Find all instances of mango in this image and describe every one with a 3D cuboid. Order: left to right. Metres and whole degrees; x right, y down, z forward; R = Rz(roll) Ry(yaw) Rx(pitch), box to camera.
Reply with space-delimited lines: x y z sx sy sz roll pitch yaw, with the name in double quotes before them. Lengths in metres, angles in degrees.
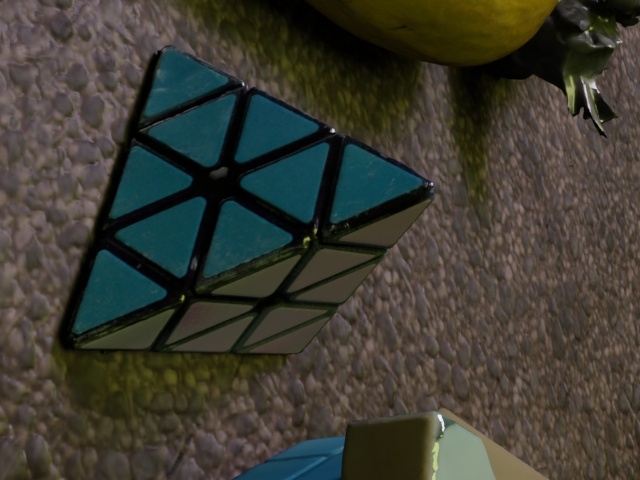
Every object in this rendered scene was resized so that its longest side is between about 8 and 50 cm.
"mango" 0.052 -0.233 1.050 0.331 0.142 0.195 21 58 -44

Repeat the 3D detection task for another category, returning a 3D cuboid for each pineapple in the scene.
"pineapple" 0.212 -0.246 1.252 0.223 0.223 0.357 41 55 -42

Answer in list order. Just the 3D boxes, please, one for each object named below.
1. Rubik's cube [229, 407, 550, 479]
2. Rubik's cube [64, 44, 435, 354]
"Rubik's cube" 0.034 0.203 0.812 0.265 0.213 0.224 -22 99 -54
"Rubik's cube" 0.000 0.000 0.868 0.190 0.178 0.211 44 47 -44
